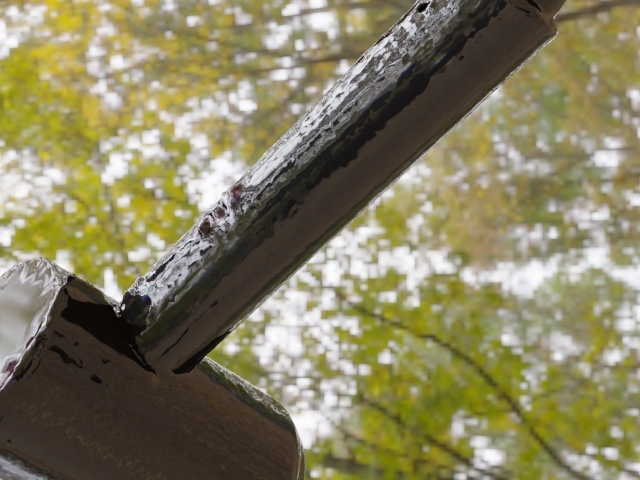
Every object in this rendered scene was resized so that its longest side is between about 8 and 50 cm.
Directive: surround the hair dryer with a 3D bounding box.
[{"bbox_3d":[-0.001,-0.001,0.452,0.114,0.248,0.070,37,-163,-33],"label":"hair dryer"}]
